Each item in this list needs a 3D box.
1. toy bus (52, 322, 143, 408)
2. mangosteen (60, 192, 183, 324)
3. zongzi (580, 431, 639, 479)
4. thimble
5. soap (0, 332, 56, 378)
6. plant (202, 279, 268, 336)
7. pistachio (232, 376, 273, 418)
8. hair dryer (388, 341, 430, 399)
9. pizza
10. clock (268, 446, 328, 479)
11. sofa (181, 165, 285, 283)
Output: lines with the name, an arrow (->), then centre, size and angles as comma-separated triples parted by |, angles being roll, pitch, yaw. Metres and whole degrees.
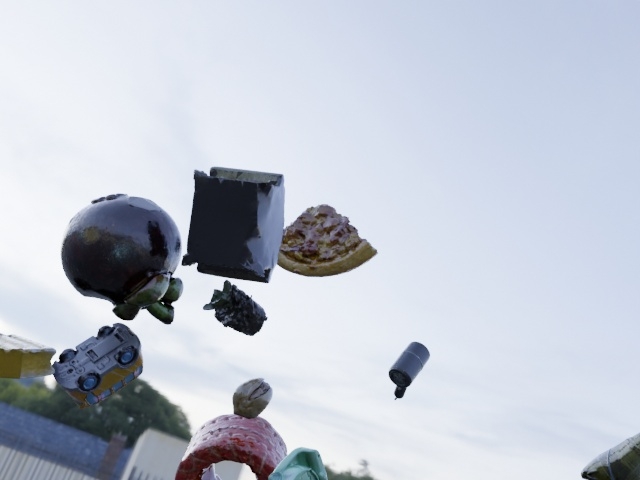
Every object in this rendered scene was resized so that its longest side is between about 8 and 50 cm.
toy bus -> -0.537, 0.314, 1.710 | 0.126, 0.209, 0.136 | 33, -36, 35
mangosteen -> -0.468, 0.037, 1.676 | 0.311, 0.311, 0.311 | 16, -24, 7
zongzi -> 0.728, 0.518, 1.454 | 0.125, 0.250, 0.274 | -5, -37, -48
thimble -> -0.275, 0.736, 2.217 | 0.350, 0.350, 0.230 | 21, 11, -3
soap -> -0.745, 0.273, 1.660 | 0.140, 0.073, 0.232 | 1, 2, -45
plant -> -0.271, 0.218, 2.232 | 0.203, 0.142, 0.131 | 32, 1, -34
pistachio -> -0.201, 0.468, 2.076 | 0.113, 0.113, 0.149 | 4, 13, 31
hair dryer -> 0.229, 0.387, 1.937 | 0.071, 0.124, 0.219 | 31, -41, 19
pizza -> 0.000, 0.000, 2.320 | 0.409, 0.277, 0.114 | 10, -28, 22
clock -> -0.057, 0.554, 1.509 | 0.060, 0.188, 0.148 | -2, -69, 37
sofa -> -0.194, -0.038, 1.613 | 0.200, 0.258, 0.182 | 7, 1, 4
